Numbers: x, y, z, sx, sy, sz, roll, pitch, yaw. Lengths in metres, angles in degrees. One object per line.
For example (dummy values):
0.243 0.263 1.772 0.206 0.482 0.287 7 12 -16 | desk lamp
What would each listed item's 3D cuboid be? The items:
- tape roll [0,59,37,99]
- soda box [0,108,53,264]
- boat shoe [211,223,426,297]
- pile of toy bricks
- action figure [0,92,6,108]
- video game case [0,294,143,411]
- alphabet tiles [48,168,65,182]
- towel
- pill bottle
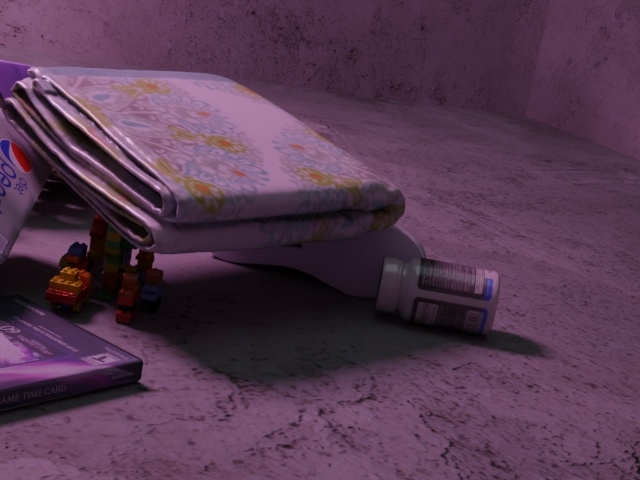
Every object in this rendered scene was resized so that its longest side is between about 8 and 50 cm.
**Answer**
-0.439 -0.178 1.565 0.275 0.090 0.275 6 -6 1 | tape roll
-0.364 -0.041 1.186 0.091 0.098 0.286 46 16 -20 | soda box
0.000 0.000 1.446 0.301 0.108 0.102 8 14 22 | boat shoe
-0.222 0.008 1.234 0.118 0.105 0.212 11 14 3 | pile of toy bricks
-0.537 -0.146 1.218 0.330 0.178 0.341 -30 48 -12 | action figure
-0.320 0.101 0.967 0.196 0.026 0.274 21 17 37 | video game case
-0.448 -0.112 1.589 0.284 0.021 0.278 11 -6 2 | alphabet tiles
-0.131 -0.094 1.293 0.374 0.090 0.320 -6 36 -46 | towel
0.136 0.062 1.324 0.137 0.078 0.078 11 14 2 | pill bottle
